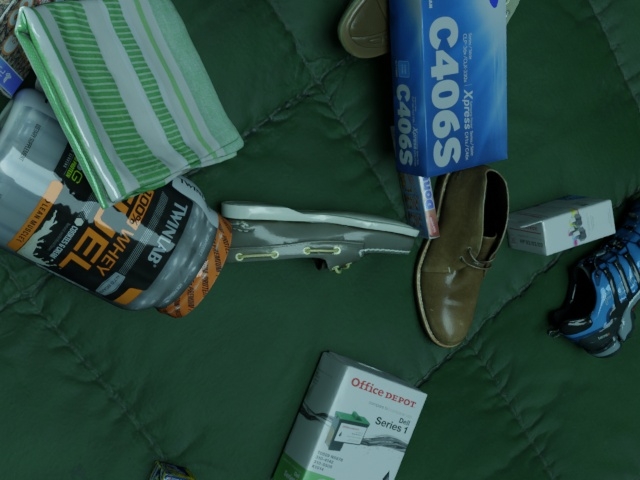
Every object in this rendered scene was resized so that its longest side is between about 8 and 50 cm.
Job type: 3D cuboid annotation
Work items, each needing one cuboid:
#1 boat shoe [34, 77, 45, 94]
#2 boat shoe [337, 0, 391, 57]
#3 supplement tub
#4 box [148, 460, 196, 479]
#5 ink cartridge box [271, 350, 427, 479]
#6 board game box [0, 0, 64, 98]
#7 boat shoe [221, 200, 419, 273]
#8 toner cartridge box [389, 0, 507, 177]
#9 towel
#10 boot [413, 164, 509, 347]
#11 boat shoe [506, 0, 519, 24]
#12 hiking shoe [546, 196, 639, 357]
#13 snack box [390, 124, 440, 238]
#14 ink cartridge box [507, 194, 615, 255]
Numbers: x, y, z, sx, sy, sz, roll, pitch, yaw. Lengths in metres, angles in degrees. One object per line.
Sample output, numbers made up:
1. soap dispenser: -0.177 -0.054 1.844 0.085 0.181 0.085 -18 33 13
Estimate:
1. boat shoe: -0.324 -0.312 1.172 0.096 0.098 0.277 18 87 -6
2. boat shoe: 0.122 -0.386 1.362 0.302 0.098 0.109 -49 127 -13
3. supplement tub: -0.282 -0.036 1.166 0.316 0.193 0.194 30 84 -25
4. box: -0.236 0.410 1.320 0.054 0.059 0.169 22 88 -24
5. ink cartridge box: 0.046 0.302 1.418 0.160 0.092 0.219 23 88 -26
6. board game box: -0.388 -0.357 1.054 0.232 0.141 0.291 32 82 4
7. boat shoe: -0.001 -0.001 1.351 0.305 0.109 0.091 5 95 -19
8. toner cartridge box: 0.186 -0.277 1.324 0.165 0.075 0.348 -16 111 -32
9. towel: -0.220 -0.186 1.124 0.248 0.038 0.325 64 27 -7
10. boot: 0.228 0.028 1.455 0.112 0.115 0.305 3 97 -27
11. boat shoe: 0.284 -0.430 1.437 0.094 0.109 0.302 27 96 -38
12. hiking shoe: 0.511 0.051 1.587 0.132 0.113 0.304 25 86 -26
13. snack box: 0.147 -0.092 1.427 0.022 0.064 0.178 -17 104 -22
14. ink cartridge box: 0.381 -0.022 1.523 0.181 0.104 0.062 -16 103 -21
